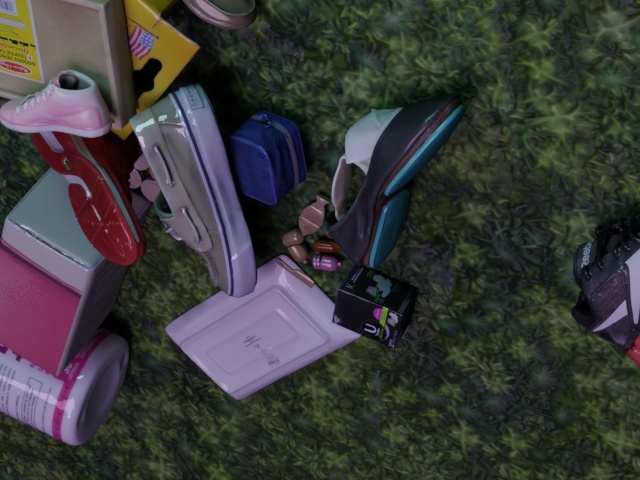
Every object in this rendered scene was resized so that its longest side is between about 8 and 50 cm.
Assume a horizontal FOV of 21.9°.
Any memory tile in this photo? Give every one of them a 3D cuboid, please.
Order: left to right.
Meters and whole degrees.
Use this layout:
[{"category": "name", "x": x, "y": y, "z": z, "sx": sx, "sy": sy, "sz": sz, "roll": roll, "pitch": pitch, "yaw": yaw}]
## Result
[{"category": "memory tile", "x": -0.234, "y": -0.111, "z": 1.979, "sx": 0.148, "sy": 0.012, "sz": 0.113, "roll": 31, "pitch": 138, "yaw": 2}]

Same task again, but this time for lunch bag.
[{"category": "lunch bag", "x": -0.057, "y": -0.098, "z": 1.845, "sx": 0.067, "sy": 0.065, "sz": 0.098, "roll": 24, "pitch": 140, "yaw": 33}]

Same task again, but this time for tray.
[{"category": "tray", "x": -0.081, "y": 0.121, "z": 2.085, "sx": 0.145, "sy": 0.030, "sz": 0.270, "roll": 45, "pitch": 136, "yaw": -13}]

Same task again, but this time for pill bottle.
[{"category": "pill bottle", "x": -0.414, "y": 0.148, "z": 2.215, "sx": 0.283, "sy": 0.160, "sz": 0.160, "roll": 23, "pitch": 137, "yaw": 11}]

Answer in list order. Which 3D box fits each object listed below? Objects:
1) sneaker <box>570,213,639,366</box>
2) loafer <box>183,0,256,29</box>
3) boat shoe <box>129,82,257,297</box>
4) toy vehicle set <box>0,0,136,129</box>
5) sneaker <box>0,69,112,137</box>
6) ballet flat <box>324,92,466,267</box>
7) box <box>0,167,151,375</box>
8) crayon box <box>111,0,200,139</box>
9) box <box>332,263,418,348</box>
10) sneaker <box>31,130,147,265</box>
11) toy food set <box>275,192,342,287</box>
[{"category": "sneaker", "x": 0.333, "y": 0.016, "z": 1.685, "sx": 0.135, "sy": 0.098, "sz": 0.276, "roll": 23, "pitch": 138, "yaw": 8}, {"category": "loafer", "x": -0.127, "y": -0.278, "z": 1.729, "sx": 0.148, "sy": 0.056, "sz": 0.050, "roll": 36, "pitch": 144, "yaw": -2}, {"category": "boat shoe", "x": -0.144, "y": -0.049, "z": 1.884, "sx": 0.094, "sy": 0.109, "sz": 0.302, "roll": -19, "pitch": 131, "yaw": -6}, {"category": "toy vehicle set", "x": -0.331, "y": -0.226, "z": 1.796, "sx": 0.266, "sy": 0.035, "sz": 0.166, "roll": 17, "pitch": 136, "yaw": 18}, {"category": "sneaker", "x": -0.290, "y": -0.153, "z": 1.773, "sx": 0.134, "sy": 0.051, "sz": 0.070, "roll": 8, "pitch": 131, "yaw": 22}, {"category": "ballet flat", "x": 0.064, "y": -0.075, "z": 1.775, "sx": 0.096, "sy": 0.095, "sz": 0.280, "roll": 39, "pitch": 139, "yaw": 12}, {"category": "box", "x": -0.322, "y": 0.031, "z": 2.061, "sx": 0.127, "sy": 0.149, "sz": 0.232, "roll": 31, "pitch": 137, "yaw": 5}, {"category": "crayon box", "x": -0.280, "y": -0.278, "z": 1.804, "sx": 0.318, "sy": 0.081, "sz": 0.202, "roll": 41, "pitch": 137, "yaw": -7}, {"category": "box", "x": 0.063, "y": 0.077, "z": 1.939, "sx": 0.083, "sy": 0.052, "sz": 0.062, "roll": 23, "pitch": 135, "yaw": 13}, {"category": "sneaker", "x": -0.226, "y": -0.079, "z": 1.881, "sx": 0.221, "sy": 0.128, "sz": 0.087, "roll": 59, "pitch": 139, "yaw": 16}, {"category": "toy food set", "x": 0.000, "y": 0.000, "z": 1.935, "sx": 0.078, "sy": 0.019, "sz": 0.122, "roll": 37, "pitch": 130, "yaw": -4}]
